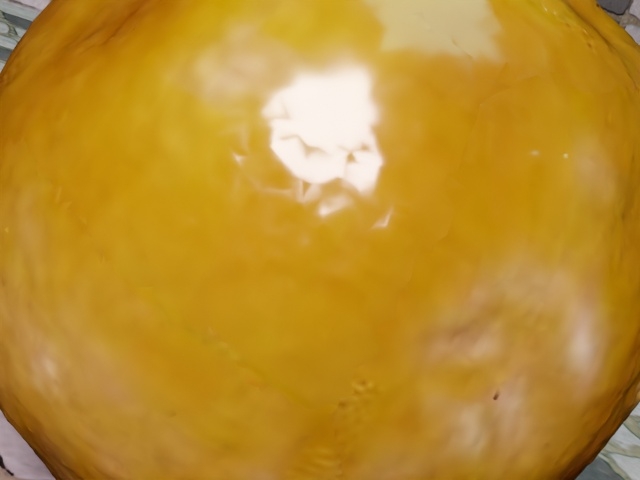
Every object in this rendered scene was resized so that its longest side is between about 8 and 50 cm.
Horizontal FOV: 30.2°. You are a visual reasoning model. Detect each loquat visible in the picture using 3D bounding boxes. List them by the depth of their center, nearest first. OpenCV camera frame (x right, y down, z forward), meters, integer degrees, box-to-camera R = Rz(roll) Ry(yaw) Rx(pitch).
[{"bbox_3d":[0.000,0.000,0.541,0.329,0.328,0.328,21,14,-6],"label":"loquat"}]
